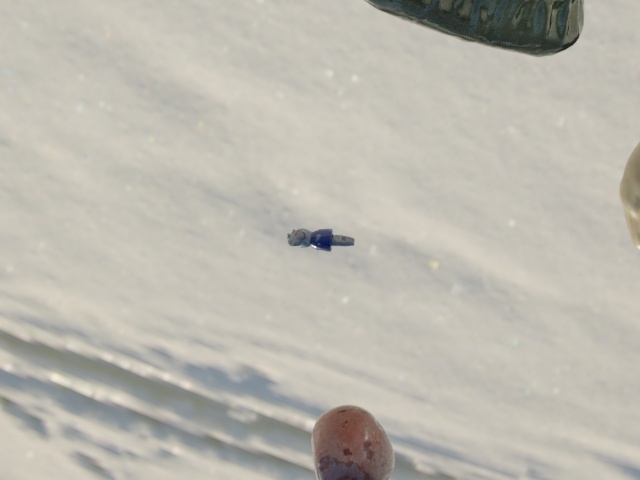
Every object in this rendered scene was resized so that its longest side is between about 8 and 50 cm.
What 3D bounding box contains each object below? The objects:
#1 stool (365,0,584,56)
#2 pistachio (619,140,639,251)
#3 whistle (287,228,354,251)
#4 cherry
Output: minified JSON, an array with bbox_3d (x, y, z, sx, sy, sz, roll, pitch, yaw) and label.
[{"bbox_3d":[0.162,-0.346,1.350,0.310,0.310,0.226,7,154,-42],"label":"stool"},{"bbox_3d":[0.474,-0.084,1.783,0.187,0.299,0.187,55,176,6],"label":"pistachio"},{"bbox_3d":[0.000,0.000,1.940,0.083,0.033,0.029,3,126,4],"label":"whistle"},{"bbox_3d":[0.038,0.243,1.789,0.087,0.126,0.106,-39,112,9],"label":"cherry"}]
